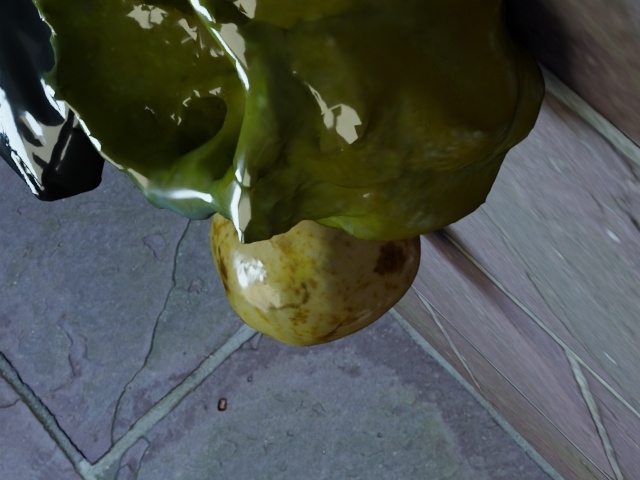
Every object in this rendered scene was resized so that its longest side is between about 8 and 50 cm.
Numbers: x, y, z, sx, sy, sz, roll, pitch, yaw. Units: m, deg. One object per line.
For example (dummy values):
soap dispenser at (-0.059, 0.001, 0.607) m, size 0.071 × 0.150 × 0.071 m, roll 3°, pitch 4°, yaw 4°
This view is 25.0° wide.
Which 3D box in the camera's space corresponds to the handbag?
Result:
handbag at (-0.212, -0.190, 0.986) m, size 0.275 × 0.088 × 0.244 m, roll 47°, pitch 135°, yaw 23°

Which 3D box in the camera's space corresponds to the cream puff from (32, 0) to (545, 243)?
cream puff at (-0.037, -0.102, 0.687) m, size 0.282 × 0.185 × 0.282 m, roll 47°, pitch 180°, yaw 1°

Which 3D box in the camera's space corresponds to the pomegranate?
pomegranate at (0.000, 0.000, 1.434) m, size 0.215 × 0.215 × 0.215 m, roll 47°, pitch 177°, yaw 3°
